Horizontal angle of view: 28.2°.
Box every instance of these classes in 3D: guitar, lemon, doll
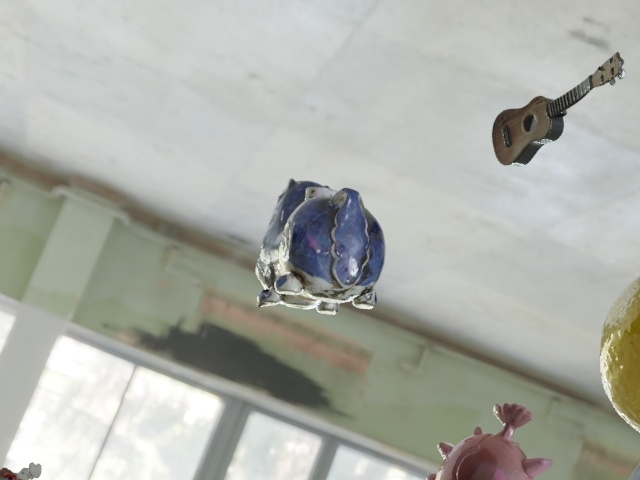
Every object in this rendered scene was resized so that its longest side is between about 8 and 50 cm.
[{"bbox_3d":[0.331,-0.184,1.745,0.038,0.084,0.271,3,158,-31],"label":"guitar"},{"bbox_3d":[0.693,0.229,2.441,0.364,0.364,0.364,20,168,5],"label":"lemon"},{"bbox_3d":[-0.480,0.374,2.008,0.058,0.040,0.085,10,151,-32],"label":"doll"},{"bbox_3d":[0.242,0.360,1.857,0.211,0.262,0.093,16,178,43],"label":"doll"}]

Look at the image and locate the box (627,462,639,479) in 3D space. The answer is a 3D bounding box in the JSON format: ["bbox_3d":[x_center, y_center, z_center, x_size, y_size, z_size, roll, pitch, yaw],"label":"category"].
[{"bbox_3d":[0.501,0.377,1.852,0.122,0.069,0.084,32,176,-13],"label":"box"}]

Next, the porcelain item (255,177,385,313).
[{"bbox_3d":[0.000,0.000,1.697,0.138,0.186,0.288,10,170,-14],"label":"porcelain item"}]
